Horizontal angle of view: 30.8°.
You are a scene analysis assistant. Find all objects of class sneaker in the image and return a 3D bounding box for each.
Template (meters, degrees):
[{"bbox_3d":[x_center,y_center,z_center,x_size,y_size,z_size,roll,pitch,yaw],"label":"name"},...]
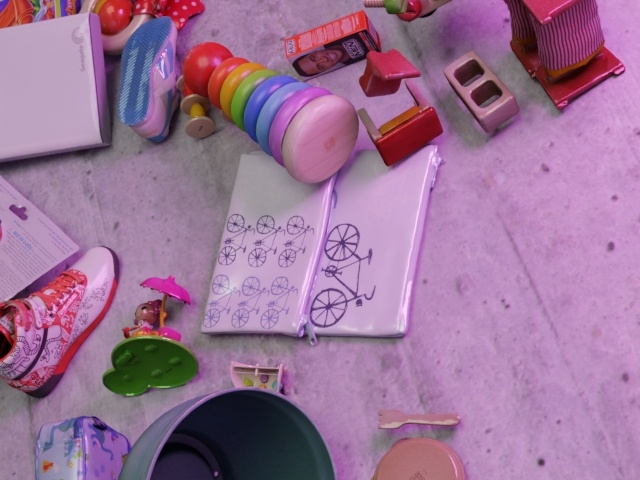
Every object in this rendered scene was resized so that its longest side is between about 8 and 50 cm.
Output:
[{"bbox_3d":[-0.287,-0.279,1.998,0.087,0.092,0.229,-3,65,25],"label":"sneaker"},{"bbox_3d":[-0.424,0.106,1.828,0.090,0.145,0.270,19,74,32],"label":"sneaker"}]

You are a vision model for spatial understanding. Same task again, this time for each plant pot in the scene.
[{"bbox_3d":[-0.148,0.338,1.515,0.196,0.293,0.293,-10,56,53],"label":"plant pot"}]

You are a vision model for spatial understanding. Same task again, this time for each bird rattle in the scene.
[{"bbox_3d":[-0.345,-0.427,2.118,0.253,0.143,0.207,38,96,22],"label":"bird rattle"}]

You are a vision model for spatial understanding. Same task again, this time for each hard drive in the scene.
[{"bbox_3d":[-0.550,-0.261,2.072,0.353,0.047,0.233,-7,87,16],"label":"hard drive"}]

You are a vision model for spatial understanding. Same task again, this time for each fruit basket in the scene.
[{"bbox_3d":[-0.614,0.050,1.919,0.353,0.165,0.327,-35,47,-24],"label":"fruit basket"}]

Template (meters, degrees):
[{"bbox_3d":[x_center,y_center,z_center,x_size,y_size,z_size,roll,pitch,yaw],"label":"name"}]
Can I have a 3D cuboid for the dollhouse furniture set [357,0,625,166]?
[{"bbox_3d":[0.229,-0.249,1.652,0.374,0.201,0.152,-32,54,1],"label":"dollhouse furniture set"}]

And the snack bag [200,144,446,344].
[{"bbox_3d":[0.000,0.000,1.746,0.342,0.037,0.323,1,64,26],"label":"snack bag"}]

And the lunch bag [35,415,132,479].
[{"bbox_3d":[-0.321,0.363,1.625,0.090,0.176,0.219,-14,61,13],"label":"lunch bag"}]

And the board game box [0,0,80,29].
[{"bbox_3d":[-0.617,-0.352,2.206,0.347,0.078,0.233,-21,57,15],"label":"board game box"}]

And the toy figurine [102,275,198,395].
[{"bbox_3d":[-0.256,0.133,1.774,0.173,0.130,0.159,-35,36,35],"label":"toy figurine"}]

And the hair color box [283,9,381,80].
[{"bbox_3d":[0.020,-0.315,1.882,0.141,0.072,0.043,-18,58,18],"label":"hair color box"}]

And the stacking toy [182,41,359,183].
[{"bbox_3d":[-0.094,-0.221,1.806,0.141,0.141,0.330,-49,54,-5],"label":"stacking toy"}]

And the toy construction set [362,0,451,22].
[{"bbox_3d":[0.233,-0.444,1.713,0.237,0.309,0.258,4,93,25],"label":"toy construction set"}]

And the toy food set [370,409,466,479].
[{"bbox_3d":[0.126,0.318,1.521,0.132,0.038,0.192,-1,58,17],"label":"toy food set"}]

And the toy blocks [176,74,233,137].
[{"bbox_3d":[-0.183,-0.259,1.961,0.123,0.054,0.148,-23,56,14],"label":"toy blocks"}]

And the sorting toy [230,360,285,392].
[{"bbox_3d":[-0.089,0.216,1.673,0.083,0.045,0.075,0,72,25],"label":"sorting toy"}]
